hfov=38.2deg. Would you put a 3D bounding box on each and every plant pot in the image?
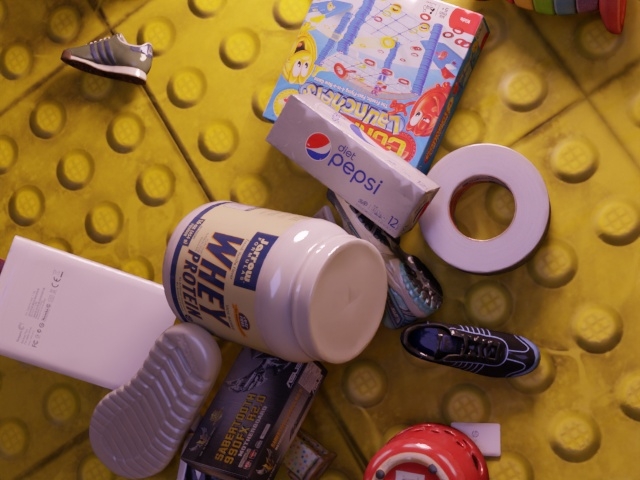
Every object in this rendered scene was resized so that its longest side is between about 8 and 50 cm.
[{"bbox_3d":[0.169,0.398,1.490,0.191,0.174,0.191,-1,85,16],"label":"plant pot"}]

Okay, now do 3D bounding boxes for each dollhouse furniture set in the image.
[{"bbox_3d":[-0.098,0.382,1.610,0.182,0.101,0.161,37,94,17],"label":"dollhouse furniture set"}]

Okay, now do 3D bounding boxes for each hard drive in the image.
[{"bbox_3d":[-0.436,0.143,1.688,0.318,0.040,0.210,20,89,-14],"label":"hard drive"}]

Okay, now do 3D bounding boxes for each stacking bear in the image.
[{"bbox_3d":[0.366,-0.457,1.556,0.289,0.164,0.175,8,85,22],"label":"stacking bear"}]

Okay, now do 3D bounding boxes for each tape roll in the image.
[{"bbox_3d":[0.278,-0.050,1.568,0.219,0.072,0.219,-2,82,17],"label":"tape roll"}]

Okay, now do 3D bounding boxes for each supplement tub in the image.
[{"bbox_3d":[-0.077,0.068,1.529,0.324,0.235,0.235,12,86,39],"label":"supplement tub"}]

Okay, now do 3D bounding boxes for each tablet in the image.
[{"bbox_3d":[0.262,0.335,1.559,0.083,0.006,0.054,-2,82,16],"label":"tablet"}]

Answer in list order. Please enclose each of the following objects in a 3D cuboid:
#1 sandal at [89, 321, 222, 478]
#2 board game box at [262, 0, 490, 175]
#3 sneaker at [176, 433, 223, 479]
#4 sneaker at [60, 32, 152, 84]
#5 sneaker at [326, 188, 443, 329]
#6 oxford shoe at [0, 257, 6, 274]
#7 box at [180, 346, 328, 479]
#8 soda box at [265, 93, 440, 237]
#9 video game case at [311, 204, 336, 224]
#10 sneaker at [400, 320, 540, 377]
[{"bbox_3d":[-0.275,0.292,1.639,0.169,0.102,0.416,51,127,10],"label":"sandal"},{"bbox_3d":[0.097,-0.296,1.645,0.308,0.086,0.302,23,90,18],"label":"board game box"},{"bbox_3d":[-0.198,0.459,1.641,0.121,0.079,0.217,7,84,19],"label":"sneaker"},{"bbox_3d":[-0.414,-0.369,1.823,0.192,0.064,0.086,16,80,17],"label":"sneaker"},{"bbox_3d":[0.081,0.030,1.593,0.122,0.110,0.283,-40,77,26],"label":"sneaker"},{"bbox_3d":[-0.526,0.123,1.768,0.348,0.130,0.123,31,81,-2],"label":"oxford shoe"},{"bbox_3d":[-0.112,0.294,1.561,0.183,0.056,0.231,1,53,46],"label":"box"},{"bbox_3d":[0.054,-0.130,1.548,0.286,0.091,0.098,37,111,14],"label":"soda box"},{"bbox_3d":[0.000,0.000,1.632,0.011,0.122,0.087,-13,76,-30],"label":"video game case"},{"bbox_3d":[0.246,0.182,1.538,0.232,0.090,0.081,6,85,17],"label":"sneaker"}]
